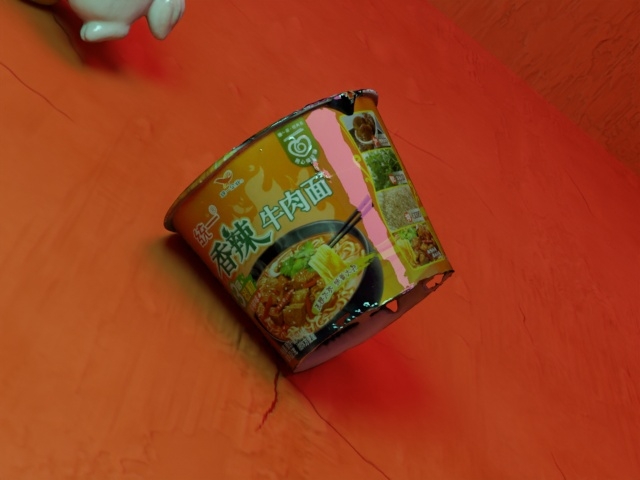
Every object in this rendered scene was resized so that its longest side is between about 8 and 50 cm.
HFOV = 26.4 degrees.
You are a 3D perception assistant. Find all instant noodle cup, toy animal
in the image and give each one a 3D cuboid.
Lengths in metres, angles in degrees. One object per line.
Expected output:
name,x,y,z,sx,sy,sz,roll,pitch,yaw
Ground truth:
instant noodle cup,0.000,0.000,1.234,0.182,0.230,0.230,59,25,11
toy animal,-0.285,-0.336,1.426,0.325,0.154,0.208,48,16,24
